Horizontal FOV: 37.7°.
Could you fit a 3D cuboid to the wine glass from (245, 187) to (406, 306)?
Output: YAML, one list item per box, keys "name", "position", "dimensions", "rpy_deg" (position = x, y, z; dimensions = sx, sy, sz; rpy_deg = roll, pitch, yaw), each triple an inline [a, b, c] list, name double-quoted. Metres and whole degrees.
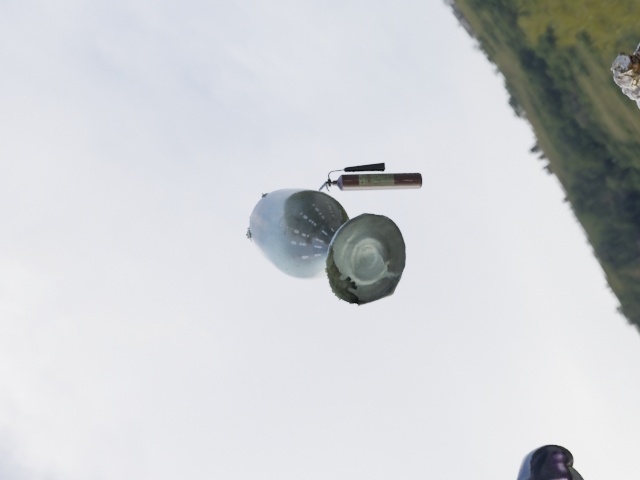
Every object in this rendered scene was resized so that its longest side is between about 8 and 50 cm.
- name: "wine glass"
  position: [0.000, 0.000, 1.223]
  dimensions: [0.126, 0.126, 0.241]
  rpy_deg: [32, 174, -33]

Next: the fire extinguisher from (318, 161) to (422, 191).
- name: "fire extinguisher"
  position: [0.084, -0.106, 1.569]
  dimensions: [0.035, 0.173, 0.049]
  rpy_deg: [-138, 47, -79]

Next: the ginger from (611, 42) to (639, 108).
- name: "ginger"
  position: [0.416, -0.263, 0.980]
  dimensions: [0.122, 0.290, 0.084]
  rpy_deg: [38, -176, -36]

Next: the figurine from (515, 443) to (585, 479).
- name: "figurine"
  position: [0.437, 0.458, 1.697]
  dimensions: [0.222, 0.145, 0.145]
  rpy_deg: [37, -146, -35]
